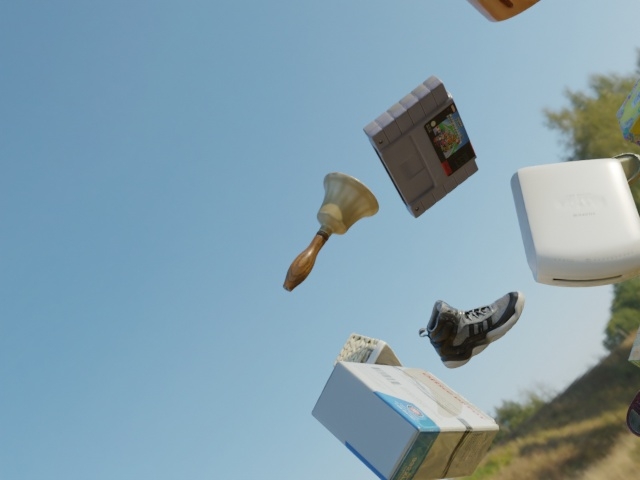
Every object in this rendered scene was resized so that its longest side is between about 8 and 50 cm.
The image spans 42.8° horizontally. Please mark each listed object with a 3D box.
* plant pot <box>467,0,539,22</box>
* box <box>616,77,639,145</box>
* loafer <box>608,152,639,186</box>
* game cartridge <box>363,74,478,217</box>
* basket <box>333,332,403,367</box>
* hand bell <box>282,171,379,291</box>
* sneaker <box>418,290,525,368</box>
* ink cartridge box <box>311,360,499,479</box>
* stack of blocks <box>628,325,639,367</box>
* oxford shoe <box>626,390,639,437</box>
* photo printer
[{"bbox_3d":[0.399,-0.618,1.783,0.291,0.203,0.291,-33,22,15],"label":"plant pot"},{"bbox_3d":[0.941,-0.347,2.014,0.177,0.279,0.290,-70,3,-58],"label":"box"},{"bbox_3d":[0.855,-0.184,2.466,0.268,0.102,0.092,-28,-17,5],"label":"loafer"},{"bbox_3d":[0.268,-0.229,2.071,0.230,0.068,0.355,-35,-41,2],"label":"game cartridge"},{"bbox_3d":[0.117,0.311,1.953,0.113,0.103,0.167,-58,-40,-21],"label":"basket"},{"bbox_3d":[0.000,0.000,1.556,0.242,0.126,0.126,-56,-19,-24],"label":"hand bell"},{"bbox_3d":[0.372,0.192,2.034,0.268,0.153,0.101,-43,14,13],"label":"sneaker"},{"bbox_3d":[0.170,0.352,1.595,0.307,0.223,0.129,15,-75,-50],"label":"ink cartridge box"},{"bbox_3d":[0.995,0.241,2.276,0.297,0.171,0.087,-64,15,-16],"label":"stack of blocks"},{"bbox_3d":[0.911,0.356,2.082,0.130,0.123,0.348,28,-80,-46],"label":"oxford shoe"},{"bbox_3d":[0.567,-0.034,1.791,0.256,0.307,0.107,-5,-39,6],"label":"photo printer"}]
